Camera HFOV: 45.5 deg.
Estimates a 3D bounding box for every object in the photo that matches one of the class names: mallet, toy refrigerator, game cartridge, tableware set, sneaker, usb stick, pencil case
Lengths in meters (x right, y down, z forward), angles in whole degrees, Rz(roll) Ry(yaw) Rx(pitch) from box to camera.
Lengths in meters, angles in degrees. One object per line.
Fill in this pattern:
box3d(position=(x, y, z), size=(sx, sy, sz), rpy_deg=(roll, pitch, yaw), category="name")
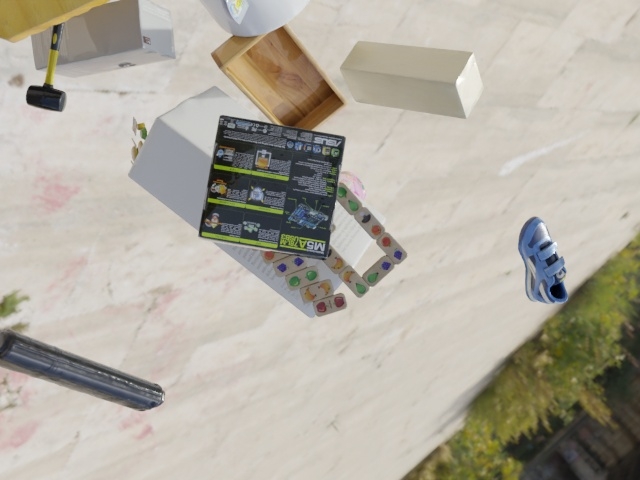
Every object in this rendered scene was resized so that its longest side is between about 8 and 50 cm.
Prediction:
box3d(position=(-0.435, -0.307, 1.270), size=(0.039, 0.062, 0.190), rpy_deg=(-89, -161, -80), category="mallet")
box3d(position=(0.184, -0.330, 1.542), size=(0.094, 0.269, 0.102), rpy_deg=(-59, 142, -21), category="toy refrigerator")
box3d(position=(-0.173, -0.476, 1.542), size=(0.056, 0.017, 0.083), rpy_deg=(-64, 157, -11), category="game cartridge")
box3d(position=(-0.490, -0.253, 2.084), size=(0.024, 0.104, 0.154), rpy_deg=(-8, 129, -28), category="tableware set")
box3d(position=(0.328, 0.031, 1.109), size=(0.053, 0.059, 0.144), rpy_deg=(-31, 119, -23), category="sneaker")
box3d(position=(-0.345, 0.189, 1.090), size=(0.077, 0.045, 0.278), rpy_deg=(-18, 144, 36), category="usb stick")
box3d(position=(0.030, -0.123, 2.037), size=(0.124, 0.124, 0.284), rpy_deg=(-50, 172, 18), category="pencil case")

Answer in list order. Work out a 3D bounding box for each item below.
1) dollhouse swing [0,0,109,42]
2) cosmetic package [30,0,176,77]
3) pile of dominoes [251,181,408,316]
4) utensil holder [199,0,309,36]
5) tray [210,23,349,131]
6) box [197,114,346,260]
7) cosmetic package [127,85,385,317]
box3d(position=(-0.466, -0.528, 1.320), size=(0.346, 0.305, 0.315), rpy_deg=(-24, -165, 2), category="dollhouse swing")
box3d(position=(-0.405, -0.375, 1.429), size=(0.237, 0.107, 0.127), rpy_deg=(-9, -179, 16), category="cosmetic package")
box3d(position=(0.000, 0.000, 1.300), size=(0.196, 0.251, 0.040), rpy_deg=(-43, -176, -1), category="pile of dominoes")
box3d(position=(-0.213, -0.718, 1.788), size=(0.327, 0.327, 0.385), rpy_deg=(-41, 146, -2), category="utensil holder")
box3d(position=(-0.100, -0.437, 2.077), size=(0.202, 0.076, 0.411), rpy_deg=(-38, 147, 8), category="tray")
box3d(position=(-0.069, -0.076, 1.110), size=(0.045, 0.190, 0.184), rpy_deg=(134, -35, -84), category="box")
box3d(position=(-0.118, -0.083, 1.506), size=(0.161, 0.453, 0.230), rpy_deg=(-52, 179, 34), category="cosmetic package")
